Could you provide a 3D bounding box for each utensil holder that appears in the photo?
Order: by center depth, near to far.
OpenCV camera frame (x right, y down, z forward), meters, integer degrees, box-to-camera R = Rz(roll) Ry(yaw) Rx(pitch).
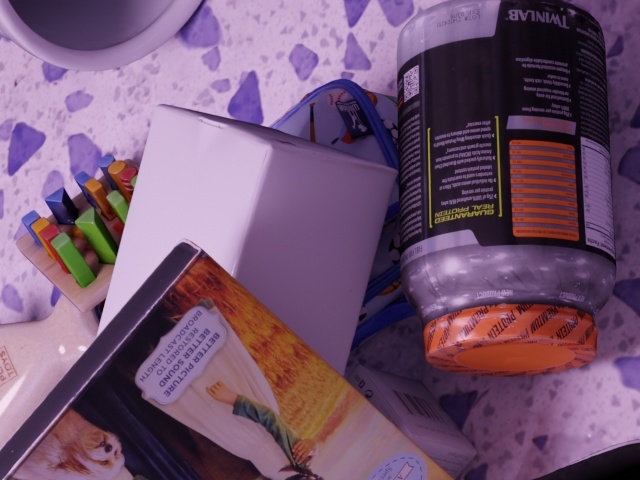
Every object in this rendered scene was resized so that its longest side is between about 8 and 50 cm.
[{"bbox_3d":[-0.348,-0.393,2.227,0.385,0.327,0.327,24,93,43],"label":"utensil holder"}]

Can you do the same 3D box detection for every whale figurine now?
[{"bbox_3d":[-0.328,0.159,2.179,0.272,0.141,0.216,-36,65,15],"label":"whale figurine"}]

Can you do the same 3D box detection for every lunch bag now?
[{"bbox_3d":[0.000,0.000,1.959,0.303,0.115,0.243,-39,58,27],"label":"lunch bag"}]

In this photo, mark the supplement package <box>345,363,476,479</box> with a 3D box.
[{"bbox_3d":[0.038,0.222,1.863,0.179,0.105,0.105,-52,51,17],"label":"supplement package"}]

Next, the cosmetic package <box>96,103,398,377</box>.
[{"bbox_3d":[-0.089,0.084,1.819,0.217,0.156,0.385,26,101,54],"label":"cosmetic package"}]

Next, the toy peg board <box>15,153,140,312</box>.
[{"bbox_3d":[-0.244,-0.029,2.135,0.161,0.079,0.160,-38,42,-13],"label":"toy peg board"}]

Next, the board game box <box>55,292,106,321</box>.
[{"bbox_3d":[-0.200,0.056,2.161,0.201,0.035,0.136,23,92,42],"label":"board game box"}]

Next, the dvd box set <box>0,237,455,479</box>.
[{"bbox_3d":[-0.063,0.248,1.696,0.307,0.420,0.062,-49,22,-7],"label":"dvd box set"}]

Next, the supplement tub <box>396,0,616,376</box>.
[{"bbox_3d":[0.165,-0.047,1.776,0.193,0.193,0.316,-13,68,37],"label":"supplement tub"}]

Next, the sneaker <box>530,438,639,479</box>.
[{"bbox_3d":[0.166,0.308,1.628,0.447,0.257,0.169,-49,52,19],"label":"sneaker"}]
